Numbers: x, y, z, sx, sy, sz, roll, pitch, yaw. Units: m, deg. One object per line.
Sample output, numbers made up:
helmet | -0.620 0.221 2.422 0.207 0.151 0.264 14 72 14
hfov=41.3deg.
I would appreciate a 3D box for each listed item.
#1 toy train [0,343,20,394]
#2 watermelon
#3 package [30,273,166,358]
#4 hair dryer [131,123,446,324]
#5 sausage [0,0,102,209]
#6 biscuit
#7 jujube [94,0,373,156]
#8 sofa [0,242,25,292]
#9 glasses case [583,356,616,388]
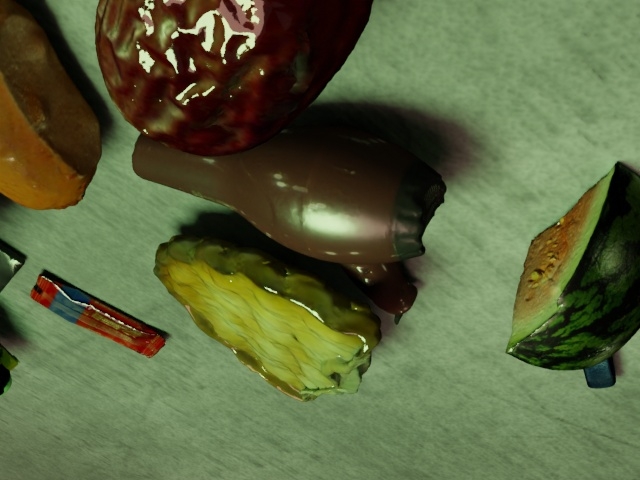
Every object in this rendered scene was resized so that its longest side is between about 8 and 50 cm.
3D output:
toy train | -0.549 0.129 1.236 0.160 0.100 0.296 36 159 41
watermelon | 0.260 0.025 0.772 0.137 0.193 0.145 62 145 18
package | -0.319 0.111 1.216 0.200 0.022 0.083 31 142 -13
hair dryer | 0.000 0.000 0.889 0.312 0.123 0.340 12 156 28
sausage | -0.303 -0.131 0.811 0.133 0.133 0.258 3 142 22
biscuit | -0.034 0.100 0.979 0.335 0.078 0.329 3 145 49
jujube | -0.063 -0.168 0.606 0.183 0.183 0.243 30 131 -14
sofa | -0.482 0.014 1.142 0.147 0.085 0.060 37 -176 -24
glasses case | 0.314 0.139 0.961 0.033 0.023 0.083 -5 139 23
